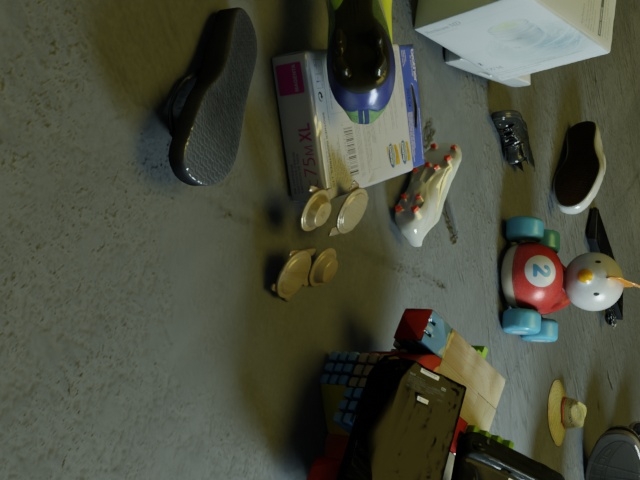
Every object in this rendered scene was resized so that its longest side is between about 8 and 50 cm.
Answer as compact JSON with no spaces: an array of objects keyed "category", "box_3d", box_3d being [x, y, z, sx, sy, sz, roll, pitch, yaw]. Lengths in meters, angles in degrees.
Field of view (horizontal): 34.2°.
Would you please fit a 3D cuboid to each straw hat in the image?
[{"category":"straw hat","box_3d":[0.537,0.370,2.225,0.144,0.061,0.144,6,83,-60]}]

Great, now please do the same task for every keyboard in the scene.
[{"category":"keyboard","box_3d":[0.706,0.088,2.581,0.317,0.033,0.201,59,34,-39]}]

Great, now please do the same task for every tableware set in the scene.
[{"category":"tableware set","box_3d":[0.000,0.000,1.284,0.141,0.020,0.168,5,111,-60]}]

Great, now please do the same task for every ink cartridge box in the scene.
[{"category":"ink cartridge box","box_3d":[0.049,-0.168,1.401,0.311,0.065,0.186,-22,106,-56]}]

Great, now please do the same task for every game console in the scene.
[{"category":"game console","box_3d":[0.181,0.303,1.306,0.361,0.044,0.213,29,68,-27]}]

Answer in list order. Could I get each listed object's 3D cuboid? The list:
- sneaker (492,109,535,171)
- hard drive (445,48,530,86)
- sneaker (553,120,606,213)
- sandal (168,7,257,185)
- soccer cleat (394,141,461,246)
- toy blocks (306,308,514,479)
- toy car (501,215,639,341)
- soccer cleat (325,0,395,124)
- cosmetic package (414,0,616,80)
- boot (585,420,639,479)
[{"category":"sneaker","box_3d":[0.371,-0.188,1.986,0.170,0.051,0.089,18,68,-63]},{"category":"hard drive","box_3d":[0.299,-0.468,1.847,0.233,0.047,0.353,6,83,-48]},{"category":"sneaker","box_3d":[0.596,-0.138,2.323,0.123,0.106,0.290,62,37,-33]},{"category":"sandal","box_3d":[-0.121,-0.150,1.122,0.254,0.054,0.097,-77,156,-43]},{"category":"soccer cleat","box_3d":[0.167,-0.076,1.608,0.196,0.068,0.076,-58,141,-35]},{"category":"toy blocks","box_3d":[0.099,0.244,1.370,0.261,0.191,0.381,44,59,-34]},{"category":"toy car","box_3d":[0.481,0.074,1.970,0.210,0.238,0.219,25,66,-58]},{"category":"soccer cleat","box_3d":[0.049,-0.277,1.306,0.121,0.093,0.289,84,7,-61]},{"category":"cosmetic package","box_3d":[0.310,-0.374,1.651,0.225,0.224,0.138,22,71,-36]},{"category":"boot","box_3d":[0.741,0.537,2.493,0.284,0.138,0.377,-50,133,-49]}]
